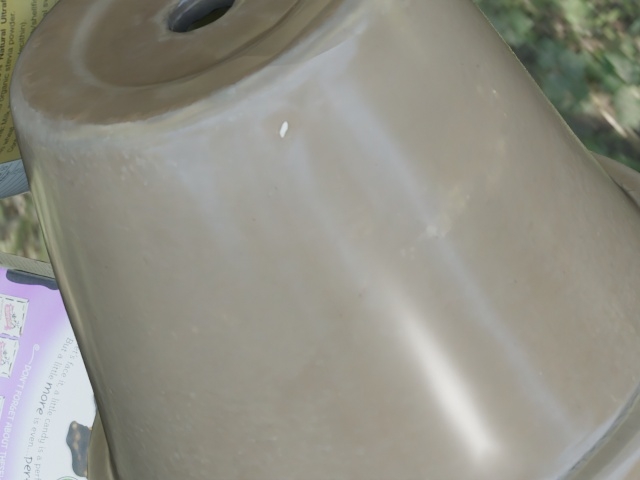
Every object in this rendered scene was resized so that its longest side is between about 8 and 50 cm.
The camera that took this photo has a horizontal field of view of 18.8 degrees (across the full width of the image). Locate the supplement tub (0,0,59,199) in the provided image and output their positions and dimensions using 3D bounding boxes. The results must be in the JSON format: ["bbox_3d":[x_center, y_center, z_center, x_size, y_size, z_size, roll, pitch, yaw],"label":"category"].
[{"bbox_3d":[-0.162,-0.126,0.810,0.316,0.228,0.228,-17,127,-47],"label":"supplement tub"}]

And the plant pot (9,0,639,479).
[{"bbox_3d":[0.000,0.000,0.719,0.263,0.263,0.229,-29,124,0],"label":"plant pot"}]

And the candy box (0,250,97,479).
[{"bbox_3d":[-0.152,0.100,1.103,0.196,0.070,0.165,14,94,-18],"label":"candy box"}]
